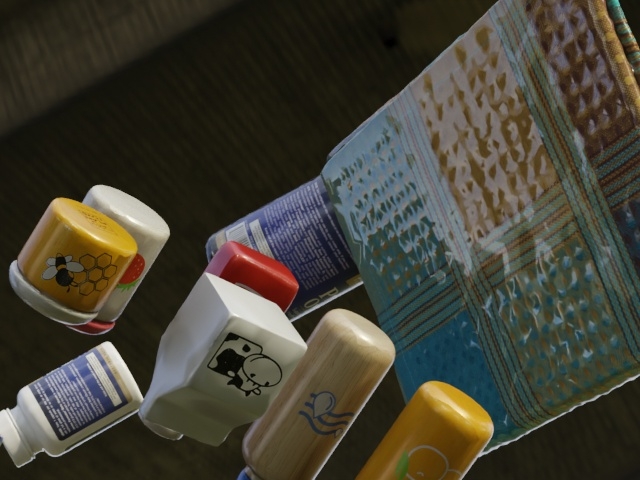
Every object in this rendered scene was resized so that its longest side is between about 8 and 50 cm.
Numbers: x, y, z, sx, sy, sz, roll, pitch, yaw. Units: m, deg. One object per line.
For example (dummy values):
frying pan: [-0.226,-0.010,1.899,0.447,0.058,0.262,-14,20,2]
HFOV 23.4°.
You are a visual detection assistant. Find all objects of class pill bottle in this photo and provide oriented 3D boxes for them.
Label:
pill bottle: [-0.306,0.201,1.860,0.169,0.094,0.094,-29,-38,-12]
pill bottle: [0.000,0.000,1.606,0.219,0.123,0.123,-28,-39,9]

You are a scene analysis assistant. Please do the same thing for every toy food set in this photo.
toy food set: [-0.049,0.065,0.681,0.232,0.111,0.104,26,-77,-32]

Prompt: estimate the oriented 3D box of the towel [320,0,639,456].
towel: [0.129,-0.008,1.078,0.040,0.271,0.370,-12,-15,-29]

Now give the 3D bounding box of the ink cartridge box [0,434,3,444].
ink cartridge box: [-0.521,0.278,1.490,0.071,0.324,0.330,62,-131,-75]
